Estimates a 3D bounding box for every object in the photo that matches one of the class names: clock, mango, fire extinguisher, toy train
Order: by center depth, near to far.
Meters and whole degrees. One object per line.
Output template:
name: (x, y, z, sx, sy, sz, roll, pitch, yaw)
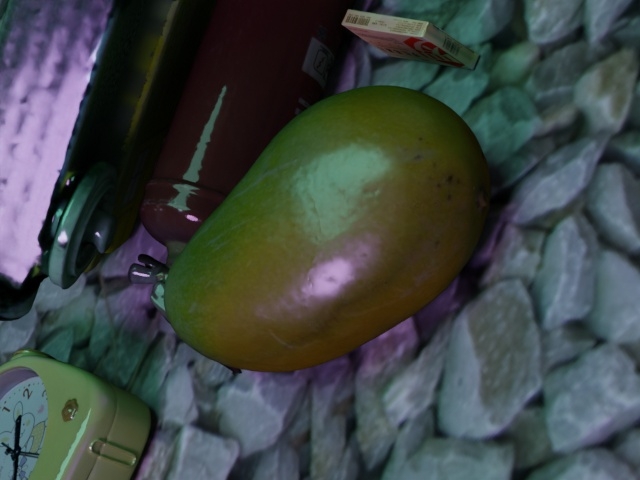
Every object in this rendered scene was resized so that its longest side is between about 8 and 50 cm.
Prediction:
mango: (0.000, 0.000, 1.015, 0.251, 0.114, 0.156, -38, 77, 12)
fire extinguisher: (-0.048, -0.067, 1.147, 0.147, 0.106, 0.337, 12, 76, 25)
toy train: (-0.178, -0.159, 1.165, 0.272, 0.179, 0.442, -56, -12, -73)
clock: (-0.241, 0.172, 1.223, 0.232, 0.069, 0.170, 19, 82, 51)

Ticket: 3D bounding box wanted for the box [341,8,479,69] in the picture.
box: (0.065, -0.146, 1.098, 0.093, 0.058, 0.015, 19, 86, 51)
